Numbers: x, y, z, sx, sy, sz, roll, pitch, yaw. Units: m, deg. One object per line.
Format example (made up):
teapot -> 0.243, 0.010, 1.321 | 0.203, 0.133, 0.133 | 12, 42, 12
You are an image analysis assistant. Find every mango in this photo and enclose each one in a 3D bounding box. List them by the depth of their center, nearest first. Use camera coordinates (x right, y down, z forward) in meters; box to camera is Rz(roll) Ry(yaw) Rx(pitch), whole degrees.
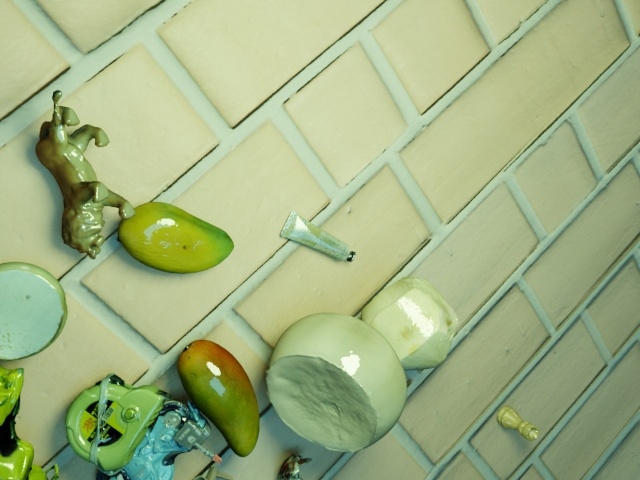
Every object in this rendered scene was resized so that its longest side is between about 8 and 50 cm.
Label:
mango -> -0.303, 0.005, 1.217 | 0.238, 0.091, 0.137 | 29, 93, -28
mango -> -0.216, 0.344, 1.302 | 0.129, 0.146, 0.289 | -26, 118, -6

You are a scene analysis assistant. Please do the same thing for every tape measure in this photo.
tape measure -> -0.433, 0.375, 1.208 | 0.175, 0.106, 0.199 | 29, 85, 1

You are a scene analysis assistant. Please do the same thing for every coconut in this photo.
coconut -> 0.226, 0.212, 1.433 | 0.241, 0.241, 0.241 | -6, 103, -25

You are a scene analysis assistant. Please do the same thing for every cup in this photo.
cup -> -0.263, 0.605, 1.382 | 0.074, 0.102, 0.099 | -27, 119, 23

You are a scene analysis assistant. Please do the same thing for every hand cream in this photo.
hand cream -> 0.000, 0.000, 1.390 | 0.195, 0.042, 0.067 | 27, 90, -24

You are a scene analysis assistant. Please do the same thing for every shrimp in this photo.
shrimp -> 0.001, 0.731, 1.481 | 0.410, 0.166, 0.221 | 57, 31, -3

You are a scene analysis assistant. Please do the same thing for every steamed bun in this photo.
steamed bun -> 0.042, 0.313, 1.336 | 0.206, 0.325, 0.324 | -46, 123, -53

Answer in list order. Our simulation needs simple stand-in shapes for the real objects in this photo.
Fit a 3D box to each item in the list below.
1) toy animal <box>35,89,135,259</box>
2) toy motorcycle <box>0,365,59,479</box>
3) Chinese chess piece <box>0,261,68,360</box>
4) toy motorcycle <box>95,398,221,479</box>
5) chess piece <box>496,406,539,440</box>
toy animal -> -0.466, -0.113, 1.100 | 0.158, 0.097, 0.312 | -14, 104, 19
toy motorcycle -> -0.618, 0.406, 1.119 | 0.206, 0.142, 0.341 | -1, 103, -27
Chinese chess piece -> -0.586, 0.134, 1.113 | 0.189, 0.083, 0.188 | -4, 100, -23
toy motorcycle -> -0.345, 0.483, 1.275 | 0.182, 0.123, 0.272 | 43, 88, -11
chess piece -> 0.598, 0.555, 1.751 | 0.066, 0.122, 0.066 | -6, 103, -25
